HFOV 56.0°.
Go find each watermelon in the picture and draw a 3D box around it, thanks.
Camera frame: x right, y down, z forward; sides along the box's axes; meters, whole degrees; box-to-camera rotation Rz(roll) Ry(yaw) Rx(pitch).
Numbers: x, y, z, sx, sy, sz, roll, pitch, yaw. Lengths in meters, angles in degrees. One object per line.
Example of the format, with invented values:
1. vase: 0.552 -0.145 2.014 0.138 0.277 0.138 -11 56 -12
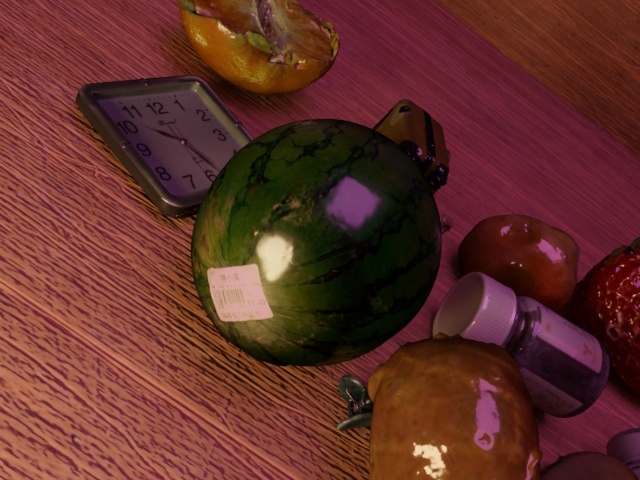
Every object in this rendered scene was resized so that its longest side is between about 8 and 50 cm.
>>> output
1. watermelon: 0.000 0.000 0.821 0.363 0.363 0.363 22 41 -21

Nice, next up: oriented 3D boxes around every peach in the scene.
1. peach: 0.399 0.046 1.227 0.236 0.214 0.214 28 36 14

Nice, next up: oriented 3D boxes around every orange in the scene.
1. orange: -0.133 -0.415 1.242 0.335 0.196 0.262 9 32 -38

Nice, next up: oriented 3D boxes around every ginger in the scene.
1. ginger: 0.159 0.232 0.731 0.269 0.200 0.223 -28 104 -75

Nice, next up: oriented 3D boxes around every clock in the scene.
1. clock: -0.234 -0.167 1.027 0.279 0.049 0.273 50 38 13

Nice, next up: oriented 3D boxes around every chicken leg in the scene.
1. chicken leg: 0.315 0.397 0.858 0.429 0.152 0.201 3 38 -28

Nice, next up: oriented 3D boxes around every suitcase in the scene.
1. suitcase: 0.161 -0.150 1.218 0.143 0.194 0.235 32 38 -22

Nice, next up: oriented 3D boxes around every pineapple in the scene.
1. pineapple: 0.264 -0.037 1.327 0.083 0.019 0.045 -21 70 -45

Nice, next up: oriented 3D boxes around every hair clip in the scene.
1. hair clip: 0.146 0.282 0.894 0.275 0.048 0.083 26 36 -18

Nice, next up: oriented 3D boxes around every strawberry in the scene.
1. strawberry: 0.712 0.156 1.297 0.292 0.291 0.310 -14 55 -46

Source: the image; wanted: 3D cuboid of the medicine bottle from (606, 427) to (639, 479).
1. medicine bottle: 0.556 0.450 0.982 0.143 0.143 0.258 31 39 -11

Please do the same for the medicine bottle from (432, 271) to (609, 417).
1. medicine bottle: 0.351 0.183 1.061 0.273 0.165 0.165 32 39 -10
